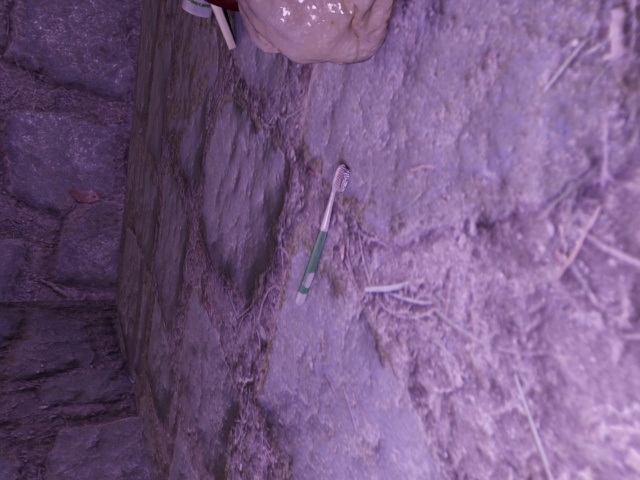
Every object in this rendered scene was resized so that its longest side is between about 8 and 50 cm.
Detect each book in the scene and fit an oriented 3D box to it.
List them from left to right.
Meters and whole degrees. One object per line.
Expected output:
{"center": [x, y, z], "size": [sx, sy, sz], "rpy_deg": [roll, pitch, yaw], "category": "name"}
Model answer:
{"center": [-0.263, -0.627, 1.044], "size": [0.379, 0.031, 0.264], "rpy_deg": [73, 178, -74], "category": "book"}

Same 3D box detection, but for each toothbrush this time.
{"center": [0.000, 0.000, 0.779], "size": [0.024, 0.018, 0.257], "rpy_deg": [47, 128, 43], "category": "toothbrush"}

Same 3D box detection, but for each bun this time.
{"center": [-0.002, -0.345, 0.570], "size": [0.281, 0.205, 0.281], "rpy_deg": [-172, 90, -83], "category": "bun"}

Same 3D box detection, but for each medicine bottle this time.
{"center": [-0.312, -0.706, 1.318], "size": [0.183, 0.086, 0.086], "rpy_deg": [-63, 38, 36], "category": "medicine bottle"}

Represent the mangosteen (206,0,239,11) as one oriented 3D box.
{"center": [-0.135, -0.508, 0.717], "size": [0.306, 0.359, 0.306], "rpy_deg": [6, 100, 33], "category": "mangosteen"}
